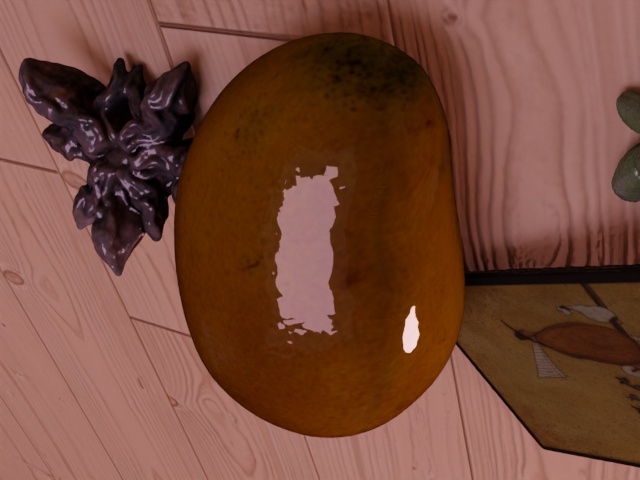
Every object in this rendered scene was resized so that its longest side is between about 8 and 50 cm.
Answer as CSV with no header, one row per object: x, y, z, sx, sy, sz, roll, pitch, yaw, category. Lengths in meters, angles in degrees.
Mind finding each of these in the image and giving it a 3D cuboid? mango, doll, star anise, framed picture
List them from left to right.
-0.189,-0.085,0.962,0.282,0.129,0.213,10,120,26,star anise
0.000,0.000,0.812,0.263,0.221,0.378,26,133,22,mango
0.243,0.118,0.837,0.255,0.014,0.338,50,156,-18,framed picture
0.251,-0.062,0.663,0.150,0.077,0.115,102,149,-63,doll
